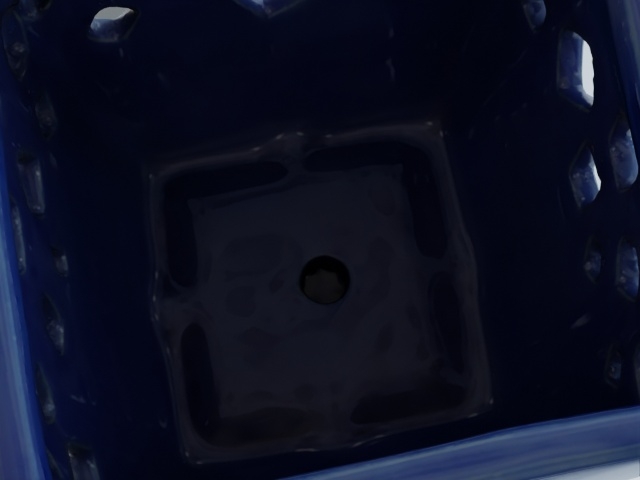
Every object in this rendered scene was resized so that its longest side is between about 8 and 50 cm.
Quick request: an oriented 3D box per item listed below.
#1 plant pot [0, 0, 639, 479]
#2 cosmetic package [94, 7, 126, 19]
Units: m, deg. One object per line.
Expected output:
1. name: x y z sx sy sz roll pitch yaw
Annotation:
1. plant pot: 0.000 0.000 0.669 0.236 0.212 0.236 -9 -108 -4
2. cosmetic package: -0.224 -0.155 1.380 0.197 0.365 0.155 98 -9 -47
